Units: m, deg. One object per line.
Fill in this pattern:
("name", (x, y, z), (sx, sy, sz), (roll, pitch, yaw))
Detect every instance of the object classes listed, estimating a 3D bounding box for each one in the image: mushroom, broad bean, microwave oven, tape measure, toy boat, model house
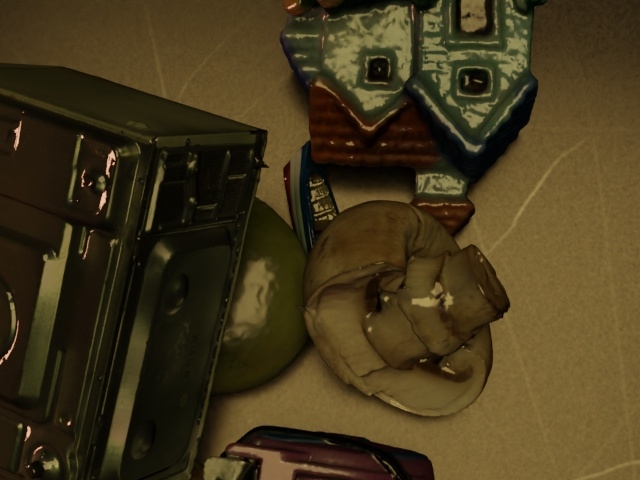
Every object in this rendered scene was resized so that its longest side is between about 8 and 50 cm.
("mushroom", (0.100, 0.049, 1.568), (0.195, 0.253, 0.189), (-27, 39, 24))
("broad bean", (-0.143, 0.046, 1.621), (0.291, 0.119, 0.238), (35, 86, 8))
("microwave oven", (-0.274, 0.041, 1.463), (0.333, 0.247, 0.394), (19, 104, 27))
("tape measure", (-0.003, 0.276, 1.524), (0.245, 0.231, 0.149), (8, 83, 4))
("toy boat", (0.000, 0.000, 1.658), (0.046, 0.080, 0.229), (-21, 81, 33))
("model house", (0.097, -0.169, 1.603), (0.294, 0.252, 0.329), (5, 87, 1))

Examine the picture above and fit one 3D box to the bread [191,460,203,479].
("bread", (-0.145, 0.286, 1.615), (0.110, 0.060, 0.066), (44, 54, 6))
